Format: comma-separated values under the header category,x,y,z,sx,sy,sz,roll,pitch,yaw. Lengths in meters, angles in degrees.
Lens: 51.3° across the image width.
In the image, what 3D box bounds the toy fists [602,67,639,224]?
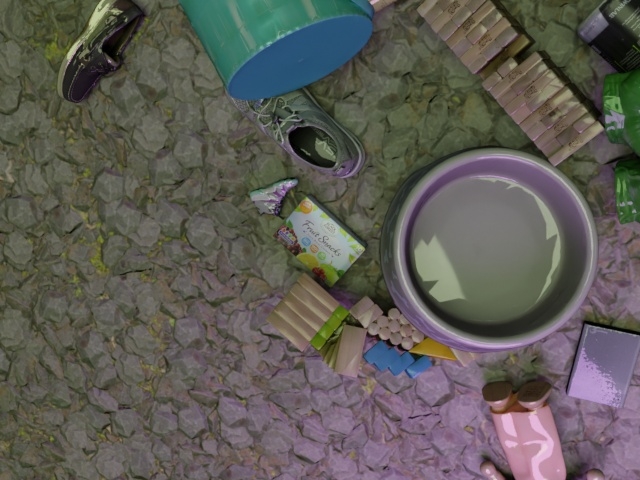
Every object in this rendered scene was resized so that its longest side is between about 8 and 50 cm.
category,x,y,z,sx,sy,sz,roll,pitch,yaw
toy fists,0.496,-0.124,0.956,0.142,0.096,0.279,-1,128,33

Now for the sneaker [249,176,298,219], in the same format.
category,x,y,z,sx,sy,sz,roll,pitch,yaw
sneaker,-0.074,-0.071,1.203,0.098,0.038,0.069,-18,99,26

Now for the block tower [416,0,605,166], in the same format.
category,x,y,z,sx,sy,sz,roll,pitch,yaw
block tower,0.288,-0.273,1.018,0.091,0.097,0.335,-42,84,31

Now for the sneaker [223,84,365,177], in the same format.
category,x,y,z,sx,sy,sz,roll,pitch,yaw
sneaker,-0.048,-0.207,1.122,0.281,0.115,0.105,34,108,5

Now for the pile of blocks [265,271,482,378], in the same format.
category,x,y,z,sx,sy,sz,roll,pitch,yaw
pile of blocks,0.089,0.171,1.160,0.363,0.112,0.148,15,79,4

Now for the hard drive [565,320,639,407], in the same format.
category,x,y,z,sx,sy,sz,roll,pitch,yaw
hard drive,0.480,0.210,1.131,0.094,0.022,0.135,12,104,12

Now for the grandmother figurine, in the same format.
category,x,y,z,sx,sy,sz,roll,pitch,yaw
grandmother figurine,0.390,0.416,1.166,0.208,0.104,0.342,-5,105,43

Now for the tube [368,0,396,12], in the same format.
category,x,y,z,sx,sy,sz,roll,pitch,yaw
tube,0.165,-0.431,1.039,0.240,0.062,0.070,-23,52,21

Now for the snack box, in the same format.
category,x,y,z,sx,sy,sz,roll,pitch,yaw
snack box,0.000,0.000,1.197,0.141,0.037,0.100,41,107,2

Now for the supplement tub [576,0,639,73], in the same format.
category,x,y,z,sx,sy,sz,roll,pitch,yaw
supplement tub,0.482,-0.288,0.972,0.190,0.117,0.117,44,108,1

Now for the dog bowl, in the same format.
category,x,y,z,sx,sy,sz,roll,pitch,yaw
dog bowl,0.267,0.012,1.051,0.349,0.102,0.348,0,89,5

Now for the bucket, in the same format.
category,x,y,z,sx,sy,sz,roll,pitch,yaw
bucket,-0.064,-0.348,0.999,0.281,0.281,0.183,-26,86,18

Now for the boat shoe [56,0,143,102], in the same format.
category,x,y,z,sx,sy,sz,roll,pitch,yaw
boat shoe,-0.396,-0.338,1.200,0.073,0.080,0.223,37,104,9
